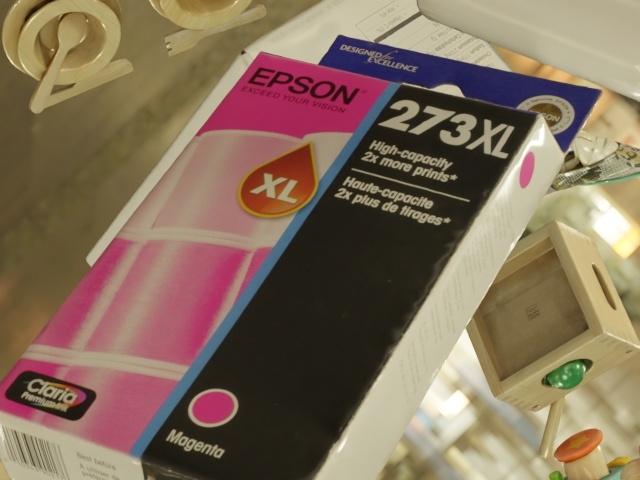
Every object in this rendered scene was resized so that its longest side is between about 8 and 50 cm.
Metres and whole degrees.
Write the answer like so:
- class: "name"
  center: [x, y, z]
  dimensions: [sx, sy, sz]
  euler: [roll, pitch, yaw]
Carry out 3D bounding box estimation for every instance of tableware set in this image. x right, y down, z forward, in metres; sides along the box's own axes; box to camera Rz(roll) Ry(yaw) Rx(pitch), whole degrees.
- class: "tableware set"
  center: [-0.129, -0.162, 1.358]
  dimensions: [0.194, 0.039, 0.128]
  euler: [-23, 138, -5]

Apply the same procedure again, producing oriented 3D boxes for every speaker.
- class: "speaker"
  center: [0.119, -0.116, 0.981]
  dimensions: [0.055, 0.136, 0.055]
  euler: [-43, 147, -38]

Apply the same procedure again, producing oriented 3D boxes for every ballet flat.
- class: "ballet flat"
  center: [0.164, -0.052, 1.276]
  dimensions: [0.114, 0.041, 0.041]
  euler: [-14, -177, 13]

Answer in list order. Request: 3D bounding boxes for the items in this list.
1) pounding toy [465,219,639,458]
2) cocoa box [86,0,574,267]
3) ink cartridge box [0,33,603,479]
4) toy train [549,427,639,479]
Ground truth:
- class: "pounding toy"
  center: [0.189, 0.084, 1.589]
  dimensions: [0.130, 0.141, 0.100]
  euler: [-34, 150, 23]
- class: "cocoa box"
  center: [0.003, -0.029, 1.641]
  dimensions: [0.231, 0.228, 0.347]
  euler: [-37, 174, -40]
- class: "ink cartridge box"
  center: [0.000, 0.000, 1.009]
  dimensions: [0.371, 0.175, 0.069]
  euler: [-54, 148, -38]
- class: "toy train"
  center: [0.125, 0.130, 0.952]
  dimensions: [0.125, 0.046, 0.166]
  euler: [-18, -178, -12]
